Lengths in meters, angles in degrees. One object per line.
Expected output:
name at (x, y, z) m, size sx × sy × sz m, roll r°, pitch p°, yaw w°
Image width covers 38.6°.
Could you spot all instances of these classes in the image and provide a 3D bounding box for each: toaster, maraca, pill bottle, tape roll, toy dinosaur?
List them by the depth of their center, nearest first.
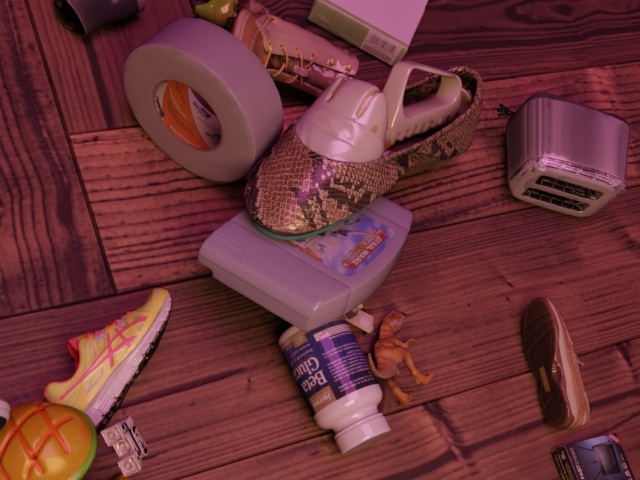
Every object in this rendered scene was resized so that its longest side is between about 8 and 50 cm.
maraca at (-0.336, 0.236, 1.001) m, size 0.186 × 0.099 × 0.127 m, roll -9°, pitch 42°, yaw 2°
pill bottle at (0.021, 0.181, 1.165) m, size 0.094 × 0.094 × 0.169 m, roll -17°, pitch 69°, yaw -28°
toy dinosaur at (0.090, 0.163, 1.199) m, size 0.112 × 0.064 × 0.211 m, roll 48°, pitch 17°, yaw -7°
tape roll at (-0.158, -0.186, 1.231) m, size 0.219 × 0.219 × 0.072 m, roll 39°, pitch 56°, yaw 4°
toaster at (0.386, -0.136, 1.462) m, size 0.227 × 0.129 × 0.146 m, roll 16°, pitch 60°, yaw -13°

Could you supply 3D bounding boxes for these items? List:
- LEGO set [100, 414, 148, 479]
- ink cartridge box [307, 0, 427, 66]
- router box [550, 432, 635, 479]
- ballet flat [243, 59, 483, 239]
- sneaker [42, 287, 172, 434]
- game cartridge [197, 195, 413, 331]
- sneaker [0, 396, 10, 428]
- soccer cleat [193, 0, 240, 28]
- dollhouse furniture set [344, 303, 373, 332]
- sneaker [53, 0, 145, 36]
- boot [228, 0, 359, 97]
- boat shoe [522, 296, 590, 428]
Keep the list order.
LEGO set at (-0.200, 0.300, 1.020) m, size 0.087 × 0.093 × 0.227 m, roll -25°, pitch 100°, yaw 5°
ink cartridge box at (0.098, -0.423, 1.561) m, size 0.171 × 0.056 × 0.235 m, roll 28°, pitch 53°, yaw -4°
router box at (0.381, 0.331, 1.247) m, size 0.092 × 0.038 × 0.122 m, roll -7°, pitch 65°, yaw -23°
ballet flat at (0.079, -0.161, 1.266) m, size 0.164 × 0.182 × 0.483 m, roll 37°, pitch 39°, yaw 23°
sneaker at (-0.253, 0.129, 1.101) m, size 0.094 × 0.081 × 0.208 m, roll 31°, pitch 56°, yaw 1°
game cartridge at (0.000, 0.000, 1.217) m, size 0.198 × 0.062 × 0.297 m, roll 26°, pitch 36°, yaw 17°
sneaker at (-0.449, 0.250, 0.921) m, size 0.282 × 0.099 × 0.153 m, roll -12°, pitch 64°, yaw -2°
soccer cleat at (-0.150, -0.416, 1.462) m, size 0.072 × 0.060 × 0.179 m, roll 21°, pitch 60°, yaw -7°
dollhouse furniture set at (0.058, 0.067, 1.258) m, size 0.081 × 0.091 × 0.114 m, roll 28°, pitch 54°, yaw -21°
sneaker at (-0.372, -0.408, 1.359) m, size 0.118 × 0.083 × 0.222 m, roll -37°, pitch 80°, yaw -32°
boot at (-0.045, -0.259, 1.353) m, size 0.203 × 0.095 × 0.262 m, roll 26°, pitch 25°, yaw -8°
boat shoe at (0.343, 0.175, 1.314) m, size 0.072 × 0.068 × 0.190 m, roll 5°, pitch 69°, yaw -32°
